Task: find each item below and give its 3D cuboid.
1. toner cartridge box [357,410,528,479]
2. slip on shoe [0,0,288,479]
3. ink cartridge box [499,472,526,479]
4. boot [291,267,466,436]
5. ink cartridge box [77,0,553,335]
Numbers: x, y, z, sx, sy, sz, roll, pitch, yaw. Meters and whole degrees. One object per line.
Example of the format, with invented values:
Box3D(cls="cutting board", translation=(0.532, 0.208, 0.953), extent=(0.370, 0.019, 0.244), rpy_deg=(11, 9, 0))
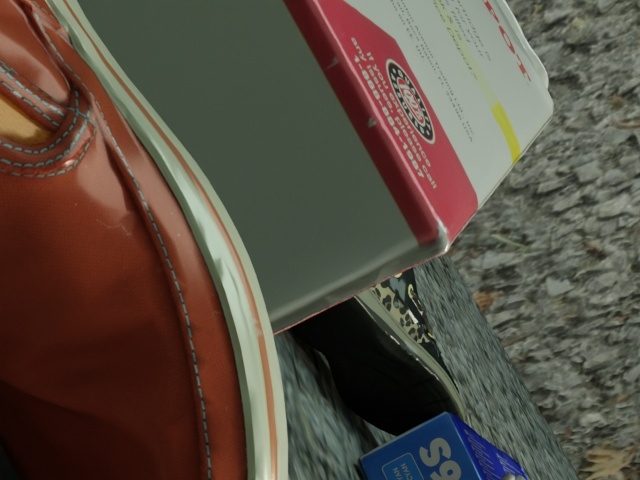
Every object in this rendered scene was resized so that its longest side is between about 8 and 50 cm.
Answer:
Box3D(cls="toner cartridge box", translation=(0.131, 0.237, 1.243), extent=(0.165, 0.075, 0.348), rpy_deg=(63, 7, 19))
Box3D(cls="slip on shoe", translation=(-0.115, -0.030, 0.486), extent=(0.101, 0.123, 0.331), rpy_deg=(-34, 102, -51))
Box3D(cls="ink cartridge box", translation=(0.136, 0.246, 0.624), extent=(0.289, 0.121, 0.211), rpy_deg=(41, 13, 4))
Box3D(cls="boot", translation=(0.050, 0.021, 1.206), extent=(0.236, 0.085, 0.178), rpy_deg=(51, 40, -39))
Box3D(cls="ink cartridge box", translation=(-0.022, -0.124, 0.920), extent=(0.279, 0.160, 0.385), rpy_deg=(60, 20, -3))
